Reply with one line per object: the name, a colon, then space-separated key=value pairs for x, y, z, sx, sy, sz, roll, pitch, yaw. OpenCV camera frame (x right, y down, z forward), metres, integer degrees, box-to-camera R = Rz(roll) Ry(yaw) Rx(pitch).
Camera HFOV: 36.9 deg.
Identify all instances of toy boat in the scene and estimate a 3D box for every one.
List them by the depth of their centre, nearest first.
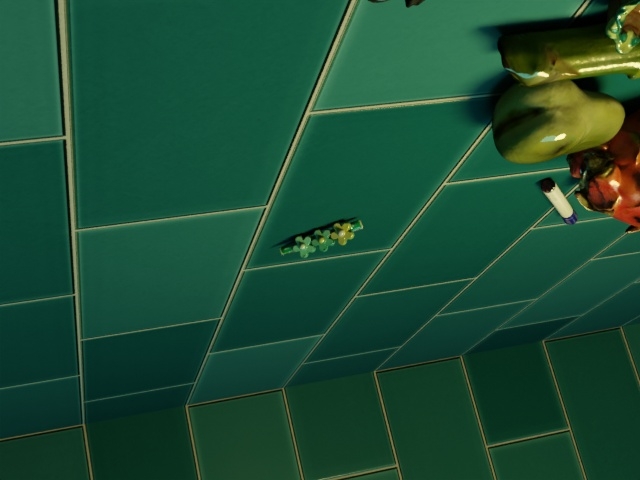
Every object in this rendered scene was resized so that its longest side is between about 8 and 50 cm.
toy boat: x=0.463 y=-0.325 z=1.151 sx=0.109 sy=0.099 sz=0.293 roll=-2 pitch=166 yaw=-33

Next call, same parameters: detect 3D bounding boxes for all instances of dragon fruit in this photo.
dragon fruit: x=0.545 y=-0.120 z=1.616 sx=0.227 sy=0.224 sz=0.224 roll=-29 pitch=166 yaw=-17

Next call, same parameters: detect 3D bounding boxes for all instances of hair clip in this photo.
hair clip: x=0.000 y=0.001 z=1.842 sx=0.173 sy=0.049 sz=0.049 roll=-20 pitch=160 yaw=22

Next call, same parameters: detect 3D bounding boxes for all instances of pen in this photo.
pen: x=0.493 y=-0.078 z=1.976 sx=0.033 sy=0.033 sz=0.269 roll=-20 pitch=160 yaw=19

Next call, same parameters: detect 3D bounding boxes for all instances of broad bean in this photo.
broad bean: x=0.363 y=-0.173 z=1.478 sx=0.189 sy=0.121 sz=0.263 roll=-23 pitch=162 yaw=37

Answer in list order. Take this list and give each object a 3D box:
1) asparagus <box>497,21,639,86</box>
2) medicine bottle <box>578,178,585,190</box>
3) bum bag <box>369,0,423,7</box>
asparagus: x=0.392 y=-0.262 z=1.308 sx=0.343 sy=0.082 sz=0.085 roll=-10 pitch=142 yaw=-14
medicine bottle: x=0.624 y=-0.119 z=1.867 sx=0.229 sy=0.083 sz=0.121 roll=-16 pitch=160 yaw=4
bum bag: x=0.164 y=-0.312 z=1.032 sx=0.248 sy=0.060 sz=0.123 roll=-10 pitch=160 yaw=-5
